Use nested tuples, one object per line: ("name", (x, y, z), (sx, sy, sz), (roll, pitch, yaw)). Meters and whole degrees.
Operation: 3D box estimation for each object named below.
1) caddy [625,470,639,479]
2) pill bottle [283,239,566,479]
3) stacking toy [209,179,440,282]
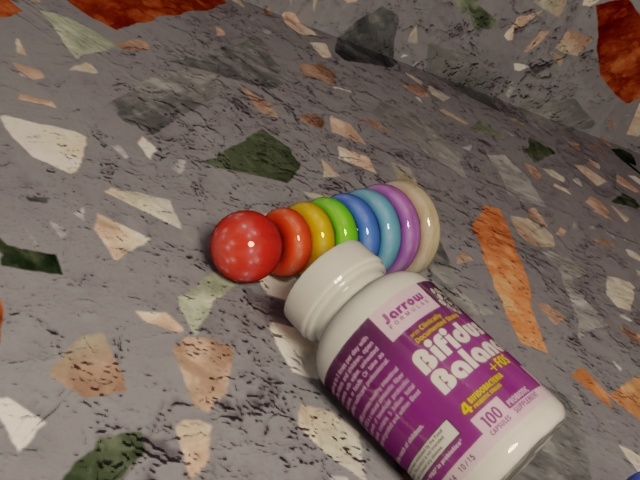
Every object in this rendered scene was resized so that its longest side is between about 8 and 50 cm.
("caddy", (0.361, 0.367, 0.760), (0.341, 0.241, 0.179), (30, 25, 0))
("pill bottle", (0.102, 0.141, 0.947), (0.301, 0.169, 0.169), (43, 31, 22))
("stacking toy", (0.000, 0.000, 1.138), (0.330, 0.141, 0.141), (-8, 47, -39))
